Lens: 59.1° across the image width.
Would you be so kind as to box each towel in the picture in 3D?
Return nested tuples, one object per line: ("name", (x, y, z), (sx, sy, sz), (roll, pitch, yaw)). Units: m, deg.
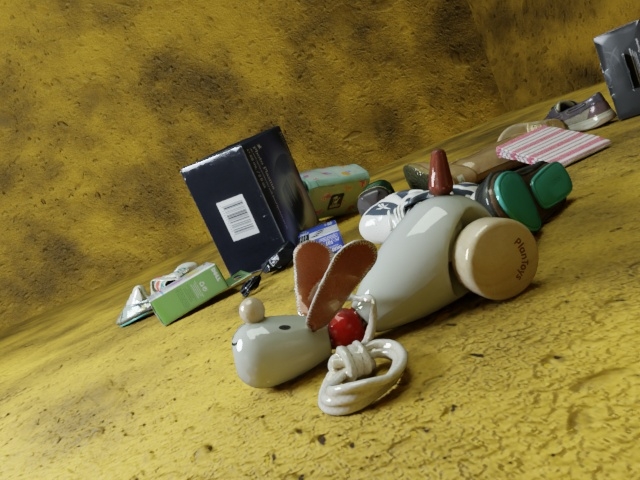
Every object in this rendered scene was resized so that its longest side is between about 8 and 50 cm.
("towel", (0.487, -0.195, 1.196), (0.144, 0.029, 0.197), (-25, 27, -12))

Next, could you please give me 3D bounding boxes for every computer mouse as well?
("computer mouse", (-0.106, 0.064, 1.204), (0.071, 0.041, 0.242), (-37, 7, 30))

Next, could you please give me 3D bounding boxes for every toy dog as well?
("toy dog", (0.059, 0.018, 0.588), (0.334, 0.161, 0.220), (-27, 9, -31))

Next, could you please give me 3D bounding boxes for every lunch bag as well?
("lunch bag", (0.003, -0.145, 1.722), (0.223, 0.160, 0.262), (-11, -2, -28))

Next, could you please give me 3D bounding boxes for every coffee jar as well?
("coffee jar", (0.133, -0.081, 1.280), (0.079, 0.096, 0.184), (-23, 7, 13))

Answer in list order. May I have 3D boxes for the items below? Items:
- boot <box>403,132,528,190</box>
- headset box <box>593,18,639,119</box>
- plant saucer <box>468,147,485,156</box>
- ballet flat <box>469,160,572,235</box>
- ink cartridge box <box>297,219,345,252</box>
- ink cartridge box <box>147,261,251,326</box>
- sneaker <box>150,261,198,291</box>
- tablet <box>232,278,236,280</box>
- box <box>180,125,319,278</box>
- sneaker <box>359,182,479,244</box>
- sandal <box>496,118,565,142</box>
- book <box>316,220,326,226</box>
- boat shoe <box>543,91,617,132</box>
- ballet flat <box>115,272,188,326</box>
("boot", (0.366, -0.183, 1.372), (0.270, 0.089, 0.236), (-25, 24, -12))
("headset box", (0.806, -0.443, 1.435), (0.110, 0.218, 0.293), (-15, 10, 43))
("plant saucer", (0.526, -0.259, 1.623), (0.199, 0.036, 0.198), (-22, 8, 3))
("ballet flat", (0.263, -0.047, 0.773), (0.096, 0.095, 0.280), (-28, -8, 40))
("ink cartridge box", (0.000, 0.000, 1.284), (0.097, 0.046, 0.207), (-20, 8, 2))
("ink cartridge box", (-0.261, 0.097, 1.209), (0.209, 0.062, 0.109), (-31, 10, -17))
("sneaker", (-0.414, 0.114, 1.666), (0.075, 0.057, 0.161), (9, 27, 43))
("tablet", (-0.238, 0.111, 1.334), (0.083, 0.006, 0.054), (-25, 9, -14))
("box", (-0.162, -0.110, 1.445), (0.183, 0.296, 0.294), (-18, 15, 19))
("sneaker", (0.146, -0.034, 0.937), (0.235, 0.094, 0.153), (-5, 7, 32))
("sandal", (0.558, -0.273, 1.443), (0.240, 0.088, 0.079), (-21, 0, -26))
("book", (-0.061, -0.023, 1.668), (0.144, 0.035, 0.096), (-22, 9, -22))
("boat shoe", (0.677, -0.341, 1.552), (0.103, 0.092, 0.285), (-24, 8, -15))
("ballet flat", (-0.395, 0.133, 1.348), (0.222, 0.079, 0.077), (-22, 9, 6))
